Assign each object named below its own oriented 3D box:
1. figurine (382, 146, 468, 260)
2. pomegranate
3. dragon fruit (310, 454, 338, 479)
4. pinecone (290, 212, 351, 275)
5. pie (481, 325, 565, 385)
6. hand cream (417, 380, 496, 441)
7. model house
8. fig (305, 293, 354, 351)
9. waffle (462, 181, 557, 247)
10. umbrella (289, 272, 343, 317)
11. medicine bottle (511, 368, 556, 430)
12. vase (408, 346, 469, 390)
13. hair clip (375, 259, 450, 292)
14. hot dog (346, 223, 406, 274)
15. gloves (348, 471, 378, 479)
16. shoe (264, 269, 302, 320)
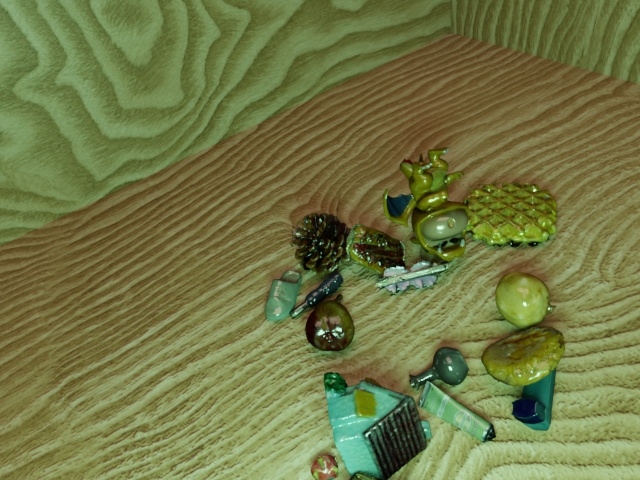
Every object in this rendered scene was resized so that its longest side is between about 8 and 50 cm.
[{"bbox_3d":[0.423,-0.147,1.888,0.268,0.387,0.401,-6,26,26],"label":"figurine"},{"bbox_3d":[0.671,0.198,1.625,0.196,0.196,0.196,-8,42,7],"label":"pomegranate"},{"bbox_3d":[0.014,0.645,1.400,0.083,0.060,0.056,-22,39,-12],"label":"dragon fruit"},{"bbox_3d":[-0.001,0.008,1.959,0.264,0.264,0.264,-8,42,7],"label":"pinecone"},{"bbox_3d":[0.606,0.335,1.489,0.273,0.069,0.273,-28,10,6],"label":"pie"},{"bbox_3d":[0.396,0.507,1.446,0.235,0.086,0.055,26,10,33],"label":"hand cream"},{"bbox_3d":[0.166,0.484,1.365,0.248,0.280,0.230,-16,39,4],"label":"model house"},{"bbox_3d":[0.043,0.270,1.763,0.170,0.146,0.274,-2,29,11],"label":"fig"},{"bbox_3d":[0.767,-0.120,2.030,0.379,0.095,0.382,0,41,18],"label":"waffle"},{"bbox_3d":[-0.011,0.215,1.887,0.248,0.071,0.071,-39,47,-21],"label":"umbrella"},{"bbox_3d":[0.625,0.428,1.431,0.079,0.124,0.258,-19,28,43],"label":"medicine bottle"},{"bbox_3d":[0.362,0.407,1.539,0.183,0.120,0.120,-27,41,5],"label":"vase"},{"bbox_3d":[0.346,0.133,1.844,0.292,0.084,0.106,-14,84,3],"label":"hair clip"},{"bbox_3d":[0.217,0.038,1.903,0.270,0.082,0.163,22,74,-18],"label":"hot dog"},{"bbox_3d":[0.201,0.707,1.219,0.331,0.141,0.154,21,51,33],"label":"gloves"},{"bbox_3d":[-0.144,0.193,1.913,0.103,0.100,0.251,5,42,19],"label":"shoe"}]
